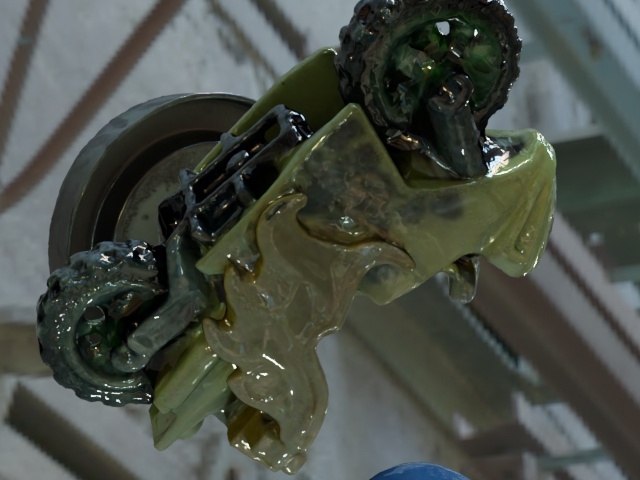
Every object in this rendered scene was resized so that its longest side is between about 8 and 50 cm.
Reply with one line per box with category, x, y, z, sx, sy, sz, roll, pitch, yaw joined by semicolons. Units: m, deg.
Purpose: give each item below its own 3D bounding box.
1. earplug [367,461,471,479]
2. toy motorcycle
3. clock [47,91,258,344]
earplug;0.085;0.227;1.064;0.132;0.132;0.273;66;-4;-26
toy motorcycle;0.000;0.000;1.244;0.237;0.410;0.169;44;14;-27
clock;-0.125;0.002;1.763;0.312;0.061;0.313;-9;106;-33
